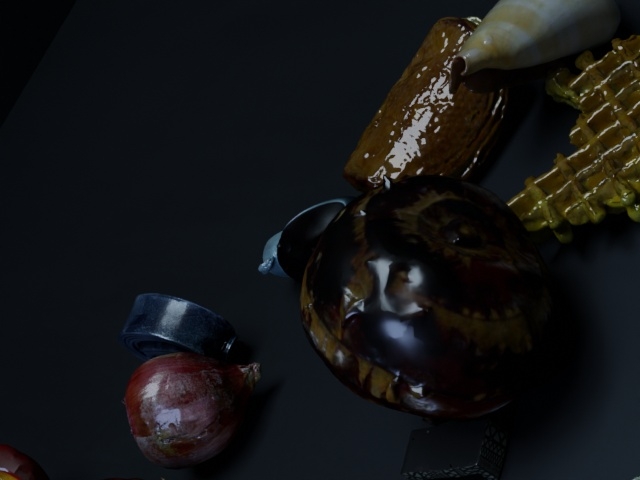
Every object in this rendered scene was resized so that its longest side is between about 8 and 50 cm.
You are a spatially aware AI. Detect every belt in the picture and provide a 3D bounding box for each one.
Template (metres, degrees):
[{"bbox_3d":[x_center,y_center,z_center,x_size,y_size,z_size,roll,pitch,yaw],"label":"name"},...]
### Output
[{"bbox_3d":[-0.199,0.133,2.042,0.190,0.141,0.082,-5,56,51],"label":"belt"}]

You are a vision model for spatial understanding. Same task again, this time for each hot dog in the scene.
[{"bbox_3d":[0.149,-0.164,1.897,0.272,0.122,0.196,-58,33,-7],"label":"hot dog"}]

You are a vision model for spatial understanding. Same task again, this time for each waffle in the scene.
[{"bbox_3d":[0.338,-0.121,1.644,0.260,0.069,0.293,-10,47,47],"label":"waffle"}]

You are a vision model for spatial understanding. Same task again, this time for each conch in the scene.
[{"bbox_3d":[0.254,-0.272,1.775,0.255,0.127,0.158,-19,-11,-30],"label":"conch"}]

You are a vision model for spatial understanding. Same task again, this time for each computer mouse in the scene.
[{"bbox_3d":[0.041,0.001,1.851,0.233,0.137,0.096,-12,53,51],"label":"computer mouse"}]

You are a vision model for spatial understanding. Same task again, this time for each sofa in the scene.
[{"bbox_3d":[0.145,0.232,1.557,0.118,0.039,0.060,-18,43,46],"label":"sofa"}]

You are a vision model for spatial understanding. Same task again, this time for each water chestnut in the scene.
[{"bbox_3d":[0.114,0.083,1.566,0.300,0.300,0.300,-35,34,28],"label":"water chestnut"}]

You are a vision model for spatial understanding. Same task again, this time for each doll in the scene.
[{"bbox_3d":[0.001,0.005,1.987,0.180,0.075,0.120,-23,-3,22],"label":"doll"}]

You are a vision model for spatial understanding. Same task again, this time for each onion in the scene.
[{"bbox_3d":[-0.163,0.213,1.908,0.195,0.159,0.159,-24,35,7],"label":"onion"}]

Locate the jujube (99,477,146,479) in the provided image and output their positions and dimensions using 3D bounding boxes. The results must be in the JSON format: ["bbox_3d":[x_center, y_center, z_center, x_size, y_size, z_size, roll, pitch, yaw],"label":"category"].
[{"bbox_3d":[-0.259,0.414,1.761,0.213,0.213,0.232,-22,26,42],"label":"jujube"}]

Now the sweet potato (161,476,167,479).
[{"bbox_3d":[-0.287,0.450,1.897,0.066,0.072,0.314,109,-173,-72],"label":"sweet potato"}]

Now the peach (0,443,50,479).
[{"bbox_3d":[-0.476,0.411,2.083,0.196,0.190,0.226,-30,29,17],"label":"peach"}]

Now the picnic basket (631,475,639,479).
[{"bbox_3d":[0.304,0.246,1.281,0.065,0.083,0.083,-40,-15,-6],"label":"picnic basket"}]
